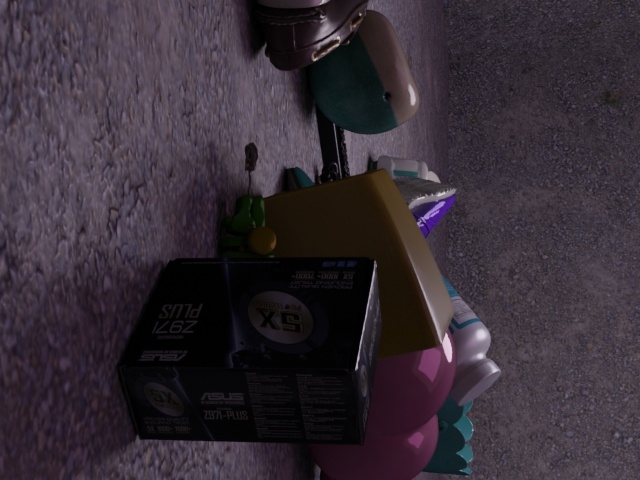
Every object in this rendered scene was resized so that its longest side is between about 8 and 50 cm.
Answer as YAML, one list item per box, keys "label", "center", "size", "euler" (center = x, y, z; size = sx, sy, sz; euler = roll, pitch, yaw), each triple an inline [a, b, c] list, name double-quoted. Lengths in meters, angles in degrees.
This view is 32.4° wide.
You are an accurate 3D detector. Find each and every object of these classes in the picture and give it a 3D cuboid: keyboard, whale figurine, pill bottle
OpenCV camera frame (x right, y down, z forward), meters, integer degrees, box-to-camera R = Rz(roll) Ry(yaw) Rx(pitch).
- label: "keyboard"
  center: [0.031, -0.067, 1.704]
  size: [0.201, 0.033, 0.317]
  euler: [-75, 159, -55]
- label: "whale figurine"
  center: [0.041, -0.259, 1.601]
  size: [0.216, 0.141, 0.272]
  euler: [63, 1, -37]
- label: "pill bottle"
  center: [0.181, 0.145, 1.828]
  size: [0.264, 0.146, 0.146]
  euler: [52, -3, 22]

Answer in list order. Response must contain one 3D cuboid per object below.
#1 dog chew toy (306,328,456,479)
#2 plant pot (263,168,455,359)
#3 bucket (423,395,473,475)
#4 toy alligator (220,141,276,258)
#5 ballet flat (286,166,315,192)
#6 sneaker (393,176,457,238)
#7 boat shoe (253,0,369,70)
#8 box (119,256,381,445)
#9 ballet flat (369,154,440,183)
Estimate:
- label: "dog chew toy"
  center: [0.068, 0.229, 1.442]
  size: [0.206, 0.207, 0.331]
  euler: [-67, 161, -65]
- label: "plant pot"
  center: [0.016, 0.028, 1.210]
  size: [0.212, 0.212, 0.187]
  euler: [-30, 106, -77]
- label: "bucket"
  center: [0.186, 0.305, 2.043]
  size: [0.281, 0.183, 0.281]
  euler: [-2, 90, -78]
- label: "toy alligator"
  center: [-0.077, -0.003, 1.098]
  size: [0.056, 0.051, 0.189]
  euler: [163, -81, -67]
- label: "ballet flat"
  center: [0.000, 0.000, 1.369]
  size: [0.213, 0.068, 0.072]
  euler: [54, 13, 25]
- label: "sneaker"
  center: [0.145, -0.020, 1.991]
  size: [0.293, 0.102, 0.146]
  euler: [-26, 127, -50]
- label: "boat shoe"
  center: [0.000, -0.287, 1.371]
  size: [0.324, 0.117, 0.096]
  euler: [-54, 146, -66]
- label: "box"
  center: [-0.048, 0.084, 0.878]
  size: [0.147, 0.180, 0.077]
  euler: [-74, 161, -55]
- label: "ballet flat"
  center: [0.190, -0.084, 2.263]
  size: [0.400, 0.139, 0.139]
  euler: [45, 44, -75]
